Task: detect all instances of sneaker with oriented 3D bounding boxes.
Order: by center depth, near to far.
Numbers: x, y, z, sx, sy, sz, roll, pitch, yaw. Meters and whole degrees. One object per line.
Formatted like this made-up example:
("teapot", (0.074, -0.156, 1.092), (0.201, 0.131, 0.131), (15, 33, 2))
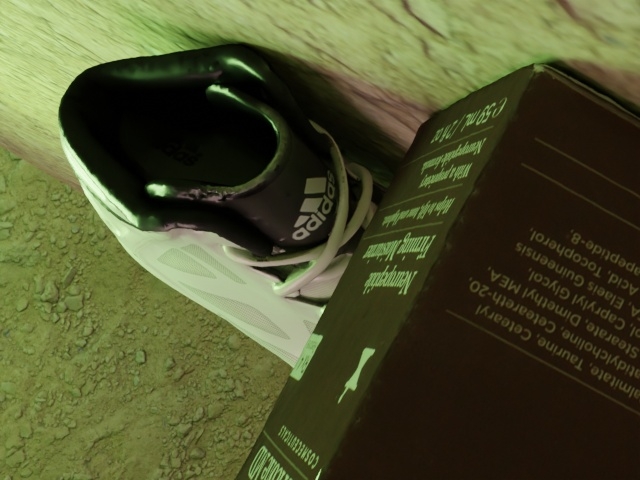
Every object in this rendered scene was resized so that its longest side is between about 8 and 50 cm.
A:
("sneaker", (0.024, 0.036, 0.656), (0.448, 0.169, 0.257), (29, 176, 10))

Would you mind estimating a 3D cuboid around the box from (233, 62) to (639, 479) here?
("box", (0.087, 0.064, 0.459), (0.167, 0.203, 0.168), (29, 173, -7))
